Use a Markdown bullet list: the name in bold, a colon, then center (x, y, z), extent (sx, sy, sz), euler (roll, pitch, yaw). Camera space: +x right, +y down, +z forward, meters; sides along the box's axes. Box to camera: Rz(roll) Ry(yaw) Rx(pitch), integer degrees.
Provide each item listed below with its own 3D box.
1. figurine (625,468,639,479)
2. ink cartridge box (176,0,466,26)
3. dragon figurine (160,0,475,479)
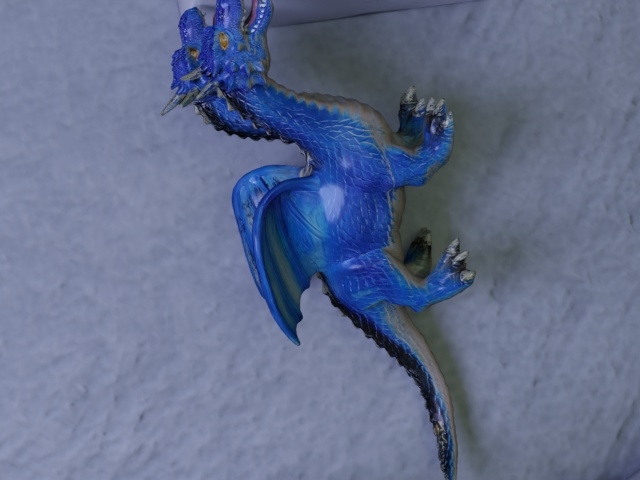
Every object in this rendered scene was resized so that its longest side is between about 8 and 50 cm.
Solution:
- **figurine**: center (0.249, 0.175, 0.752), extent (0.215, 0.092, 0.209), euler (41, 71, -4)
- **ink cartridge box**: center (0.018, -0.236, 0.646), extent (0.197, 0.270, 0.198), euler (-10, 87, -10)
- **dragon figurine**: center (0.000, 0.000, 0.705), extent (0.144, 0.085, 0.289), euler (-11, 110, -12)
